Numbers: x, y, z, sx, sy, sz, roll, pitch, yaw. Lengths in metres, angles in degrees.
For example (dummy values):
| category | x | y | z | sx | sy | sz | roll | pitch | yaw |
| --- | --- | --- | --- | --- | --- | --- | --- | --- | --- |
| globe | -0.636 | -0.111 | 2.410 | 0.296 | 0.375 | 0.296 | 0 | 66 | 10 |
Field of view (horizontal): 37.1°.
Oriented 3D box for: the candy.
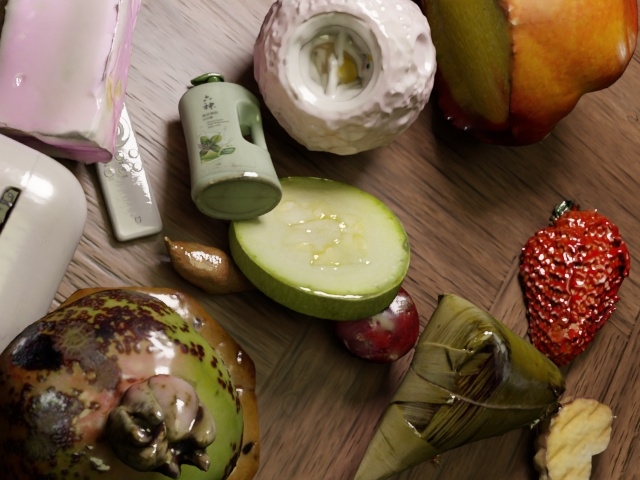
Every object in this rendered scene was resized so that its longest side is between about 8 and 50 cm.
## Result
| category | x | y | z | sx | sy | sz | roll | pitch | yaw |
| --- | --- | --- | --- | --- | --- | --- | --- | --- | --- |
| candy | -0.323 | -0.237 | 1.212 | 0.155 | 0.116 | 0.265 | 7 | 73 | -3 |

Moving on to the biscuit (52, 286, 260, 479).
| category | x | y | z | sx | sy | sz | roll | pitch | yaw |
| --- | --- | --- | --- | --- | --- | --- | --- | --- | --- |
| biscuit | -0.234 | 0.224 | 1.196 | 0.358 | 0.046 | 0.359 | 7 | 74 | -25 |

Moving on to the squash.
| category | x | y | z | sx | sy | sz | roll | pitch | yaw |
| --- | --- | --- | --- | --- | --- | --- | --- | --- | --- |
| squash | 0.000 | 0.000 | 1.296 | 0.251 | 0.049 | 0.252 | 11 | 42 | -10 |

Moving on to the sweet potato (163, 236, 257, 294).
| category | x | y | z | sx | sy | sz | roll | pitch | yaw |
| --- | --- | --- | --- | --- | --- | --- | --- | --- | --- |
| sweet potato | -0.118 | 0.047 | 1.288 | 0.226 | 0.068 | 0.068 | 15 | 70 | -31 |

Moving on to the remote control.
| category | x | y | z | sx | sy | sz | roll | pitch | yaw |
| --- | --- | --- | --- | --- | --- | --- | --- | --- | --- |
| remote control | -0.276 | -0.128 | 1.275 | 0.067 | 0.029 | 0.261 | -14 | 83 | -26 |

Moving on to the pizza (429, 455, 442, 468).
| category | x | y | z | sx | sy | sz | roll | pitch | yaw |
| --- | --- | --- | --- | --- | --- | --- | --- | --- | --- |
| pizza | 0.136 | 0.269 | 1.365 | 0.100 | 0.029 | 0.099 | 15 | 70 | -22 |

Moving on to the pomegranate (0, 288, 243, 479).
| category | x | y | z | sx | sy | sz | roll | pitch | yaw |
| --- | --- | --- | --- | --- | --- | --- | --- | --- | --- |
| pomegranate | -0.206 | 0.189 | 1.000 | 0.284 | 0.340 | 0.285 | 4 | 81 | -24 |

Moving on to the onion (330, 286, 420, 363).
| category | x | y | z | sx | sy | sz | roll | pitch | yaw |
| --- | --- | --- | --- | --- | --- | --- | --- | --- | --- |
| onion | 0.079 | 0.110 | 1.330 | 0.131 | 0.131 | 0.131 | 7 | 74 | -23 |

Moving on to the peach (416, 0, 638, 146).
| category | x | y | z | sx | sy | sz | roll | pitch | yaw |
| --- | --- | --- | --- | --- | --- | --- | --- | --- | --- |
| peach | 0.301 | -0.352 | 1.430 | 0.309 | 0.335 | 0.406 | -18 | 86 | -23 |

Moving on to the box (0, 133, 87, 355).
| category | x | y | z | sx | sy | sz | roll | pitch | yaw |
| --- | --- | --- | --- | --- | --- | --- | --- | --- | --- |
| box | -0.465 | -0.015 | 1.095 | 0.348 | 0.141 | 0.289 | 27 | 66 | -17 |

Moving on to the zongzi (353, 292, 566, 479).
| category | x | y | z | sx | sy | sz | roll | pitch | yaw |
| --- | --- | --- | --- | --- | --- | --- | --- | --- | --- |
| zongzi | 0.198 | 0.258 | 1.345 | 0.273 | 0.145 | 0.300 | 35 | 86 | -39 |

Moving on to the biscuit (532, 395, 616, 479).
| category | x | y | z | sx | sy | sz | roll | pitch | yaw |
| --- | --- | --- | --- | --- | --- | --- | --- | --- | --- |
| biscuit | 0.375 | 0.310 | 1.450 | 0.118 | 0.061 | 0.183 | 38 | 62 | -10 |

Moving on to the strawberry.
| category | x | y | z | sx | sy | sz | roll | pitch | yaw |
| --- | --- | --- | --- | --- | --- | --- | --- | --- | --- |
| strawberry | 0.414 | 0.057 | 1.508 | 0.188 | 0.106 | 0.286 | 19 | 70 | -18 |

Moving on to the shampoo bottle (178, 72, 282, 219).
| category | x | y | z | sx | sy | sz | roll | pitch | yaw |
| --- | --- | --- | --- | --- | --- | --- | --- | --- | --- |
| shampoo bottle | -0.129 | -0.142 | 1.291 | 0.118 | 0.087 | 0.234 | -2 | 51 | -17 |

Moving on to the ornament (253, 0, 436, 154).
| category | x | y | z | sx | sy | sz | roll | pitch | yaw |
| --- | --- | --- | --- | --- | --- | --- | --- | --- | --- |
| ornament | 0.037 | -0.248 | 1.335 | 0.259 | 0.225 | 0.260 | 2 | 102 | 9 |
